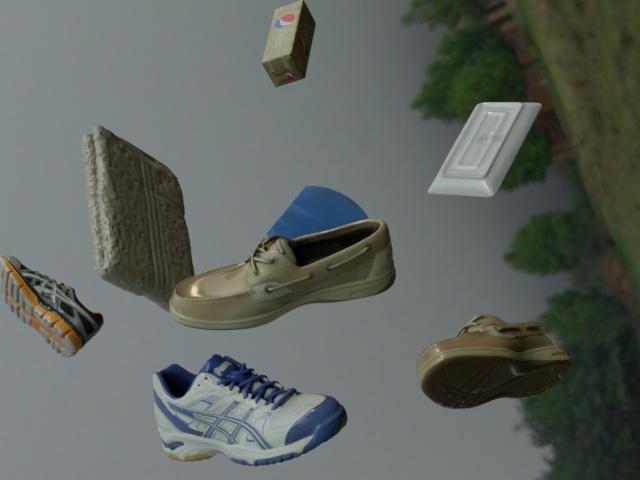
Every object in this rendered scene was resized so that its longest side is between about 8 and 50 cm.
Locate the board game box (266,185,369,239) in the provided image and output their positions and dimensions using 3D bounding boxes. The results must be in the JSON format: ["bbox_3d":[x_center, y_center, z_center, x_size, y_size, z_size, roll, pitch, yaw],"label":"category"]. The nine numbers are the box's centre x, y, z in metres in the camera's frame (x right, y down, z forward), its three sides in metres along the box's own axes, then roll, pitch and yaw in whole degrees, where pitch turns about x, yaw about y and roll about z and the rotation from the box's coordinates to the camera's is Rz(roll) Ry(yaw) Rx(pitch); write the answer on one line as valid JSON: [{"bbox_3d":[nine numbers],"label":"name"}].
[{"bbox_3d":[0.000,0.000,1.510,0.133,0.033,0.168,35,-125,4],"label":"board game box"}]

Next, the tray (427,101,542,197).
[{"bbox_3d":[0.316,-0.187,1.988,0.270,0.145,0.030,-58,-42,-33],"label":"tray"}]

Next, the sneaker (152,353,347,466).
[{"bbox_3d":[-0.107,0.213,1.337,0.112,0.296,0.131,-30,-72,-57],"label":"sneaker"}]

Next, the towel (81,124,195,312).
[{"bbox_3d":[-0.269,-0.027,1.518,0.187,0.049,0.282,33,-146,-45],"label":"towel"}]

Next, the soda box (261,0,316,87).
[{"bbox_3d":[-0.056,-0.355,1.847,0.181,0.061,0.058,-81,-32,-46],"label":"soda box"}]

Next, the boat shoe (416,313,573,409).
[{"bbox_3d":[0.245,0.174,1.545,0.341,0.121,0.110,9,-139,-48],"label":"boat shoe"}]

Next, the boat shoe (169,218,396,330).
[{"bbox_3d":[-0.053,0.037,1.343,0.109,0.302,0.098,-105,5,-57],"label":"boat shoe"}]

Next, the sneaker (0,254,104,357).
[{"bbox_3d":[-0.431,0.095,1.626,0.215,0.083,0.084,42,141,18],"label":"sneaker"}]
